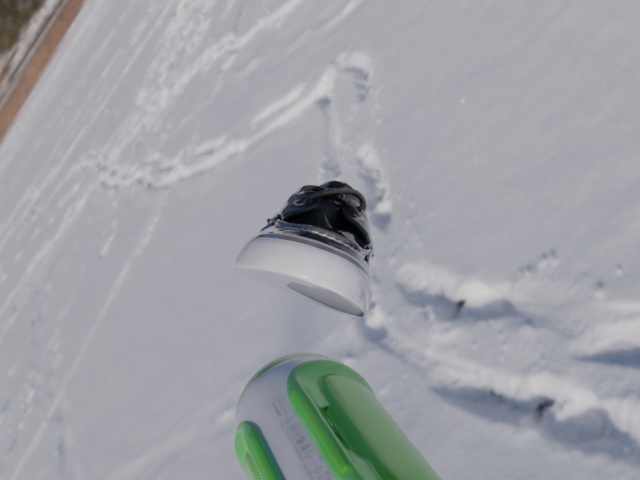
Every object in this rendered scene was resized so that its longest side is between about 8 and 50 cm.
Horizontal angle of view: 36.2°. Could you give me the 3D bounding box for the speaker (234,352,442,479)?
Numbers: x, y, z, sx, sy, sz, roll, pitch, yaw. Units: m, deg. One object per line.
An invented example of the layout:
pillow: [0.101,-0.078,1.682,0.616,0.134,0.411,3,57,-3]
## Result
speaker: [0.022,0.184,0.690,0.131,0.131,0.296,-55,23,4]

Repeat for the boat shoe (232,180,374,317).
boat shoe: [0.000,0.000,0.601,0.228,0.080,0.076,84,-154,-85]
